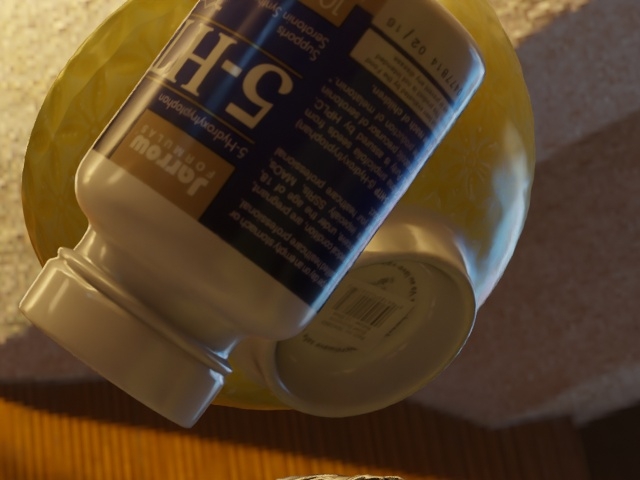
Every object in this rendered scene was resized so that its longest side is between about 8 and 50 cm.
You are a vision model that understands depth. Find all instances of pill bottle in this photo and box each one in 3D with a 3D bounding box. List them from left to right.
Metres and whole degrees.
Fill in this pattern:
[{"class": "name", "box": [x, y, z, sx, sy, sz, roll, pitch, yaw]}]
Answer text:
[{"class": "pill bottle", "box": [-0.030, -0.025, 0.643, 0.186, 0.112, 0.112, -55, -32, -4]}]

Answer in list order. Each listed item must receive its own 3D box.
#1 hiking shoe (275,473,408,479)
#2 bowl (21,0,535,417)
[{"class": "hiking shoe", "box": [0.028, 0.199, 1.053, 0.132, 0.113, 0.304, 2, -19, 24]}, {"class": "bowl", "box": [0.000, 0.000, 0.861, 0.289, 0.156, 0.289, -14, -44, -14]}]
